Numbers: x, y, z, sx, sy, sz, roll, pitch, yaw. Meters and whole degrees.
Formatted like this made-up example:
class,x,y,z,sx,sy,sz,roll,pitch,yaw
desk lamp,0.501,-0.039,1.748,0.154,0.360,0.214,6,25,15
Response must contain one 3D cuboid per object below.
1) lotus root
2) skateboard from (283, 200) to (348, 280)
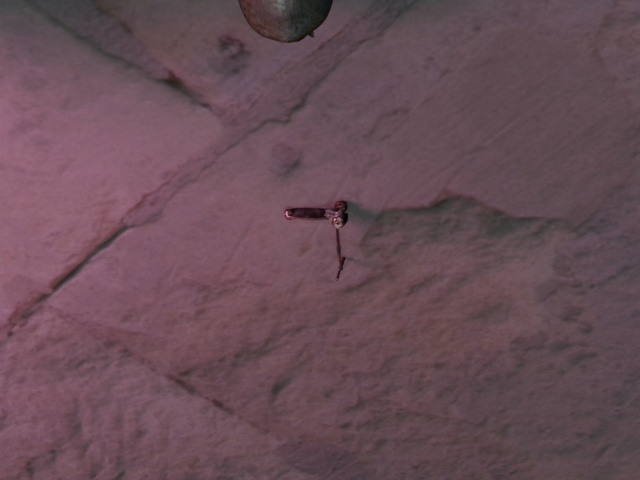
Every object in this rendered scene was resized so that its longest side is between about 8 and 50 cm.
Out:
class,x,y,z,sx,sy,sz,roll,pitch,yaw
lotus root,-0.034,-0.235,1.377,0.088,0.088,0.165,-9,125,6
skateboard,0.000,0.000,1.648,0.064,0.032,0.083,0,134,11
